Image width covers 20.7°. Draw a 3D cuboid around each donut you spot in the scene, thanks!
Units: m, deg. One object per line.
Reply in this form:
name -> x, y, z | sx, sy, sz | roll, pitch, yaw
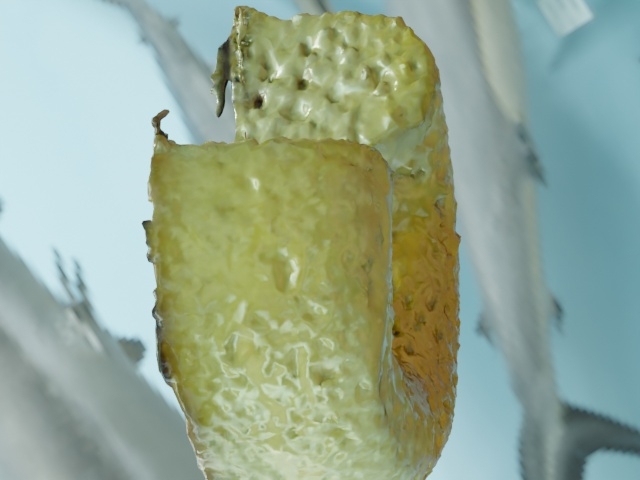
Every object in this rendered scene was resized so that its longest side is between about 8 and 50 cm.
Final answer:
donut -> 0.002, 0.011, 0.525 | 0.181, 0.078, 0.146 | -73, -25, -68
